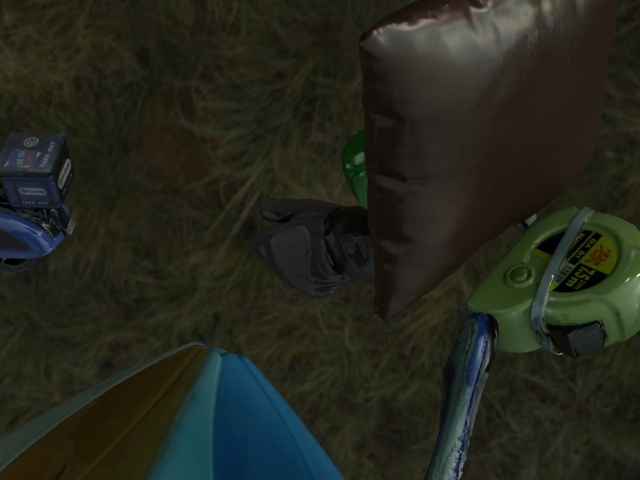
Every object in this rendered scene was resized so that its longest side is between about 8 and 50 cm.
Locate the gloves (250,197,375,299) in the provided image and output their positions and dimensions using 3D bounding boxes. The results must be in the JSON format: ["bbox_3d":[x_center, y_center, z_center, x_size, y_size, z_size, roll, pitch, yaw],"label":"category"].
[{"bbox_3d":[-0.005,0.002,1.151,0.285,0.119,0.142,-11,96,59],"label":"gloves"}]

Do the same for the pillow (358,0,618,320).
[{"bbox_3d":[0.148,-0.110,0.805,0.108,0.305,0.308,36,147,35],"label":"pillow"}]

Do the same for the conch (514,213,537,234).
[{"bbox_3d":[0.332,-0.155,1.635,0.169,0.386,0.203,-41,130,2],"label":"conch"}]

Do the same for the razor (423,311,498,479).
[{"bbox_3d":[0.087,0.205,0.653,0.056,0.324,0.093,18,163,-28],"label":"razor"}]

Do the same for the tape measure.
[{"bbox_3d":[0.247,0.041,0.883,0.154,0.177,0.087,20,150,44],"label":"tape measure"}]

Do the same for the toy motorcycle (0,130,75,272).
[{"bbox_3d":[-0.511,-0.064,1.244,0.358,0.125,0.213,1,134,4],"label":"toy motorcycle"}]

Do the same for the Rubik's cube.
[{"bbox_3d":[-0.163,0.347,0.824,0.347,0.352,0.351,-27,113,25],"label":"Rubik's cube"}]

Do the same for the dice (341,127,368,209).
[{"bbox_3d":[0.112,-0.115,1.523,0.120,0.128,0.131,-21,131,15],"label":"dice"}]
